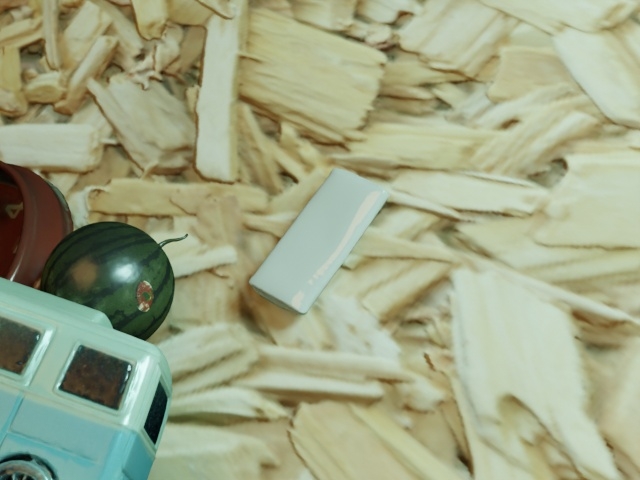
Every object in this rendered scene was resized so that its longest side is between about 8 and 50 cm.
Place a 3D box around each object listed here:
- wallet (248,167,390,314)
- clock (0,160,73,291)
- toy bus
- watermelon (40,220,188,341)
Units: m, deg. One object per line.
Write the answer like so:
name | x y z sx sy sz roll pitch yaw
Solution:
wallet | 0.000 0.000 0.827 0.061 0.025 0.122 24 71 39
clock | -0.358 0.057 0.935 0.318 0.080 0.318 -17 47 19
toy bus | -0.246 0.108 0.734 0.271 0.133 0.165 18 69 5
watermelon | -0.161 0.030 0.841 0.133 0.105 0.105 -38 47 -23
